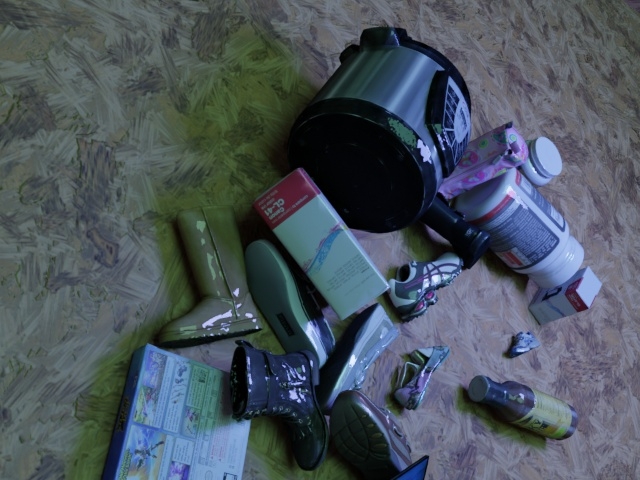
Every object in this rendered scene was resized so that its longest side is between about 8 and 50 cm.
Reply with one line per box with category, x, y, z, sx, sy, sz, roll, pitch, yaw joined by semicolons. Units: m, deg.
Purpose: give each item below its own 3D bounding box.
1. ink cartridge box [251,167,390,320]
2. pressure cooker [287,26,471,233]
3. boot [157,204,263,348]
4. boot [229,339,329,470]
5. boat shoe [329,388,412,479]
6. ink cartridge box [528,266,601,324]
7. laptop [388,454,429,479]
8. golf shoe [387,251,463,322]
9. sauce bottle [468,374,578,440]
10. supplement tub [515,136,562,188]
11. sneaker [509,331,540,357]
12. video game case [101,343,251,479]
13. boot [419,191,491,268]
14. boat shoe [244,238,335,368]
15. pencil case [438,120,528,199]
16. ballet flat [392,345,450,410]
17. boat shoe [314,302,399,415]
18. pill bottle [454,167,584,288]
ink cartridge box;0.000;0.000;1.552;0.306;0.131;0.226;55;2;-3
pressure cooker;0.156;-0.275;1.726;0.375;0.370;0.420;35;49;-2
boot;-0.243;0.068;1.441;0.236;0.089;0.270;-4;71;-44
boot;-0.090;0.322;1.397;0.229;0.091;0.263;10;69;-55
boat shoe;0.110;0.410;1.528;0.116;0.123;0.324;-77;149;-47
ink cartridge box;0.714;0.163;2.127;0.072;0.175;0.127;51;47;-6
laptop;0.159;0.599;1.455;0.234;0.136;0.264;-26;88;-22
golf shoe;0.268;0.086;1.842;0.120;0.105;0.273;50;47;-1
sauce bottle;0.526;0.432;1.901;0.344;0.111;0.111;25;57;-28
supplement tub;0.604;-0.214;2.183;0.144;0.199;0.144;17;61;-33
sneaker;0.560;0.289;2.037;0.135;0.052;0.058;-9;67;-49
video game case;-0.249;0.354;1.318;0.244;0.061;0.269;27;56;-31
boot;0.351;-0.032;1.950;0.207;0.246;0.094;40;87;17
boat shoe;-0.054;0.126;1.548;0.105;0.113;0.306;-37;99;-49
pencil case;0.419;-0.208;1.968;0.124;0.284;0.124;35;42;-39
ballet flat;0.240;0.310;1.746;0.079;0.077;0.221;39;49;5
boat shoe;0.081;0.269;1.597;0.103;0.118;0.320;47;42;-8
pill bottle;0.571;-0.037;2.072;0.363;0.210;0.210;41;50;-19
